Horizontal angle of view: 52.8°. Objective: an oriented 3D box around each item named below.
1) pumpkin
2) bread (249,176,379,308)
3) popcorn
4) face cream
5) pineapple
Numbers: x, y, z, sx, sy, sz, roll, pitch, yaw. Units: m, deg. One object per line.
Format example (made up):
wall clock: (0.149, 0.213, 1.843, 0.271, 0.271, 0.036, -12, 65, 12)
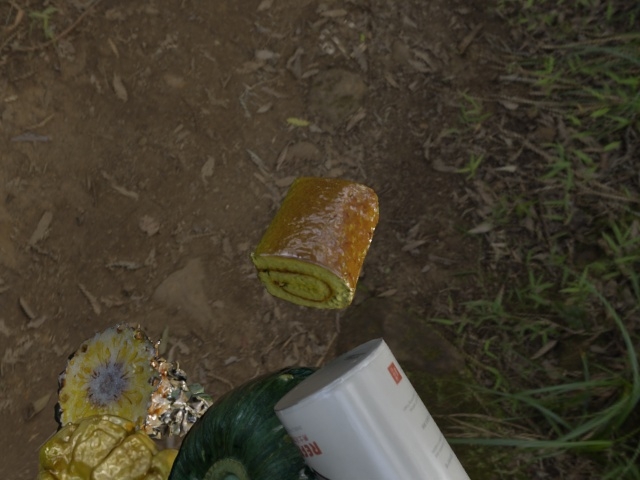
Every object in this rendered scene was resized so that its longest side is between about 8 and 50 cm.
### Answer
pumpkin: (-0.031, 0.257, 0.676, 0.263, 0.293, 0.197, 14, 26, -37)
bread: (0.000, 0.000, 0.843, 0.132, 0.103, 0.172, 10, 44, 13)
popcorn: (-0.267, 0.312, 0.822, 0.194, 0.163, 0.140, 54, 40, -1)
face cream: (0.062, 0.187, 0.471, 0.096, 0.096, 0.214, -31, 87, -32)
pineapple: (-0.318, 0.309, 1.230, 0.272, 0.262, 0.262, 36, 51, -54)
